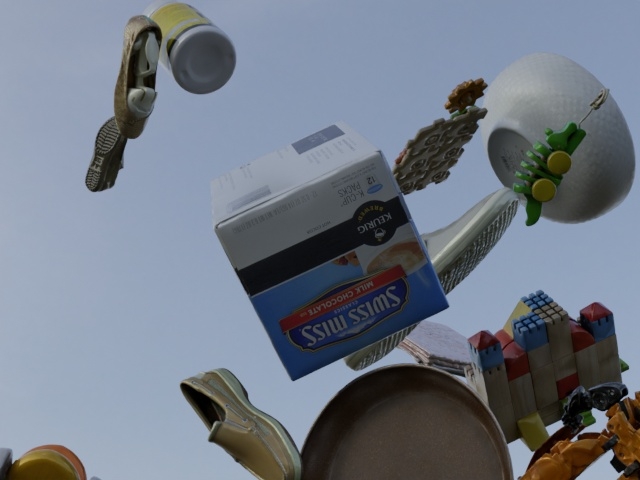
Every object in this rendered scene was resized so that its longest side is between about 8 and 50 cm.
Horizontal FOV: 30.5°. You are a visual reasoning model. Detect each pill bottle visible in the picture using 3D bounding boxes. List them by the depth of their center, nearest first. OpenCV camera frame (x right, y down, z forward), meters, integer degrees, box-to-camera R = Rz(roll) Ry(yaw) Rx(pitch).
[{"bbox_3d":[-0.235,-0.341,2.024,0.119,0.208,0.119,-14,-57,-22],"label":"pill bottle"}]

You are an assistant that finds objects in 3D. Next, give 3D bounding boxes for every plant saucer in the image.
[{"bbox_3d":[0.102,0.304,1.410,0.310,0.311,0.050,-17,-24,31],"label":"plant saucer"}]

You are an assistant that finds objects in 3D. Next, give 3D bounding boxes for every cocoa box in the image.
[{"bbox_3d":[0.000,0.000,1.587,0.231,0.228,0.347,-25,14,-1],"label":"cocoa box"}]

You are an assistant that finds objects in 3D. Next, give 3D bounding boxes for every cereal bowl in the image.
[{"bbox_3d":[0.419,-0.172,2.205,0.141,0.339,0.339,-33,-16,-25],"label":"cereal bowl"}]

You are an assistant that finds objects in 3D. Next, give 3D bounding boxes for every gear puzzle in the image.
[{"bbox_3d":[0.213,-0.194,2.175,0.175,0.044,0.339,-20,-23,-26],"label":"gear puzzle"}]

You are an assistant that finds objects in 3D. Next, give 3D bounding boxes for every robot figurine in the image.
[{"bbox_3d":[0.390,0.317,1.609,0.085,0.211,0.291,-18,-27,-42],"label":"robot figurine"}]

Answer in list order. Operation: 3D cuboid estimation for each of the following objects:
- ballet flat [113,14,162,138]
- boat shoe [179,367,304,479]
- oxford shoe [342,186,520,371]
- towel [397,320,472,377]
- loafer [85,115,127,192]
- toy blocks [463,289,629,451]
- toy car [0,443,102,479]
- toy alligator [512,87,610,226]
[{"bbox_3d":[-0.298,-0.267,1.935,0.073,0.206,0.067,-5,14,-39],"label":"ballet flat"},{"bbox_3d":[-0.096,0.218,1.321,0.072,0.190,0.068,-2,-59,-44],"label":"boat shoe"},{"bbox_3d":[0.167,0.052,2.057,0.449,0.130,0.169,-47,-22,27],"label":"oxford shoe"},{"bbox_3d":[0.269,0.251,2.803,0.331,0.053,0.317,16,10,-39],"label":"towel"},{"bbox_3d":[-0.379,-0.156,2.115,0.056,0.148,0.050,33,13,30],"label":"loafer"},{"bbox_3d":[0.428,0.224,2.277,0.381,0.191,0.261,-22,-60,-12],"label":"toy blocks"},{"bbox_3d":[-0.319,0.313,1.303,0.159,0.182,0.136,20,1,-4],"label":"toy car"},{"bbox_3d":[0.278,-0.108,1.408,0.051,0.190,0.056,27,13,-1],"label":"toy alligator"}]
